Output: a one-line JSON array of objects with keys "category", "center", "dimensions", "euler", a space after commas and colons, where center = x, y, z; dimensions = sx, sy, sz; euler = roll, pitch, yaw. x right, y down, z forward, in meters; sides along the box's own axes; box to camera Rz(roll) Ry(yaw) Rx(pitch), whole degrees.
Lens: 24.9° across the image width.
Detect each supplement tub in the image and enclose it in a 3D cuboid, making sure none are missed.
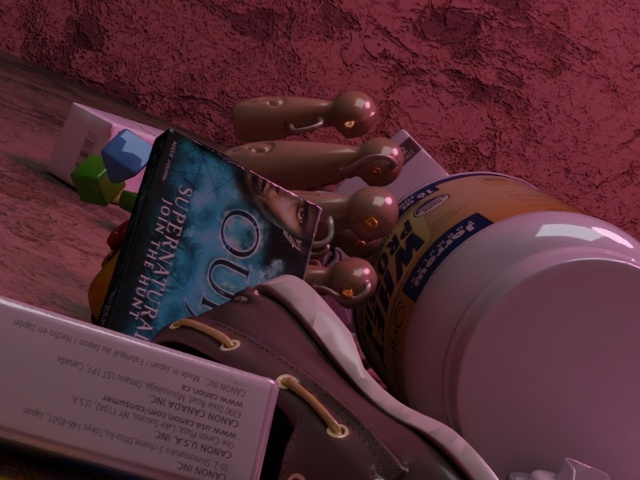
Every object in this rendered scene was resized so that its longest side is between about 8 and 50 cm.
[{"category": "supplement tub", "center": [0.162, 0.075, 1.196], "dimensions": [0.228, 0.228, 0.316], "euler": [21, 6, -14]}]

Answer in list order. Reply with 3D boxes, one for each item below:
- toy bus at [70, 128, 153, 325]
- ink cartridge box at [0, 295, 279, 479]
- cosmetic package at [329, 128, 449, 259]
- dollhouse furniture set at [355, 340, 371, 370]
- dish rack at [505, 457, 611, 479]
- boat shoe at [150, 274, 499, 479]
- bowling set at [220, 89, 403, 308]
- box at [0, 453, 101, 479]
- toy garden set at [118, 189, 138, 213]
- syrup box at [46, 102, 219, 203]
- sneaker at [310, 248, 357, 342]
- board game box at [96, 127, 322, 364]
[{"category": "toy bus", "center": [-0.114, 0.042, 1.045], "dimensions": [0.191, 0.202, 0.104], "euler": [24, 51, 20]}, {"category": "ink cartridge box", "center": [-0.209, 0.067, 0.722], "dimensions": [0.296, 0.066, 0.261], "euler": [20, -18, -24]}, {"category": "cosmetic package", "center": [0.097, 0.000, 1.595], "dimensions": [0.151, 0.151, 0.183], "euler": [46, 0, 16]}, {"category": "dollhouse furniture set", "center": [0.069, 0.100, 1.417], "dimensions": [0.081, 0.091, 0.114], "euler": [57, -1, 42]}, {"category": "dish rack", "center": [0.274, 0.243, 0.940], "dimensions": [0.333, 0.072, 0.285], "euler": [23, 6, -11]}, {"category": "boat shoe", "center": [0.010, 0.131, 0.786], "dimensions": [0.097, 0.116, 0.324], "euler": [-16, 38, -25]}, {"category": "bowling set", "center": [0.000, 0.000, 1.207], "dimensions": [0.154, 0.200, 0.287], "euler": [-4, 28, 8]}, {"category": "box", "center": [-0.156, 0.117, 0.595], "dimensions": [0.179, 0.043, 0.105], "euler": [23, 7, -25]}, {"category": "toy garden set", "center": [-0.083, 0.018, 1.623], "dimensions": [0.204, 0.049, 0.244], "euler": [25, 6, 32]}, {"category": "syrup box", "center": [-0.215, -0.090, 1.822], "dimensions": [0.096, 0.093, 0.237], "euler": [28, 8, 41]}, {"category": "sneaker", "center": [-0.004, 0.047, 1.393], "dimensions": [0.100, 0.108, 0.271], "euler": [22, 4, 17]}, {"category": "board game box", "center": [-0.073, 0.034, 0.939], "dimensions": [0.126, 0.186, 0.026], "euler": [27, -30, -24]}]
